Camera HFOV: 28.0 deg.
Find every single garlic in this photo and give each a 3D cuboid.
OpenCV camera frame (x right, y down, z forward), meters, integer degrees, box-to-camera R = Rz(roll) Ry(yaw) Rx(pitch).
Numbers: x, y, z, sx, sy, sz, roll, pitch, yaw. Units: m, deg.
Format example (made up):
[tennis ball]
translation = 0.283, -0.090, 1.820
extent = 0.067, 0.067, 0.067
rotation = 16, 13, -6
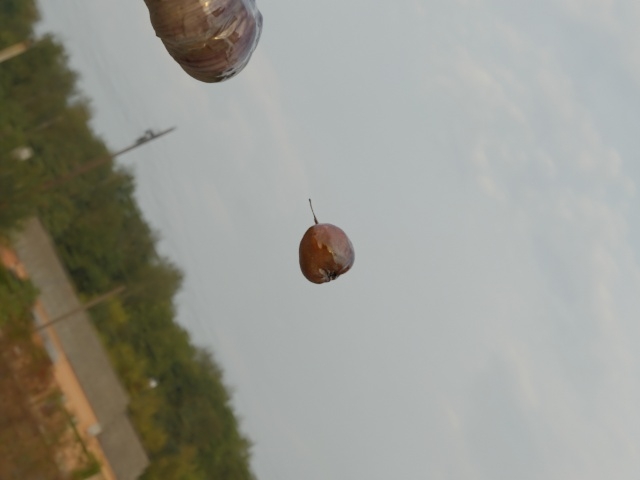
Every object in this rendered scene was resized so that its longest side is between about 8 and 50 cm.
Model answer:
[garlic]
translation = -0.104, -0.219, 1.180
extent = 0.159, 0.102, 0.147
rotation = 53, 22, -65

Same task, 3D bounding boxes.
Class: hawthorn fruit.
[hawthorn fruit]
translation = 0.000, 0.000, 1.493
extent = 0.067, 0.066, 0.103
rotation = 88, -14, -59
